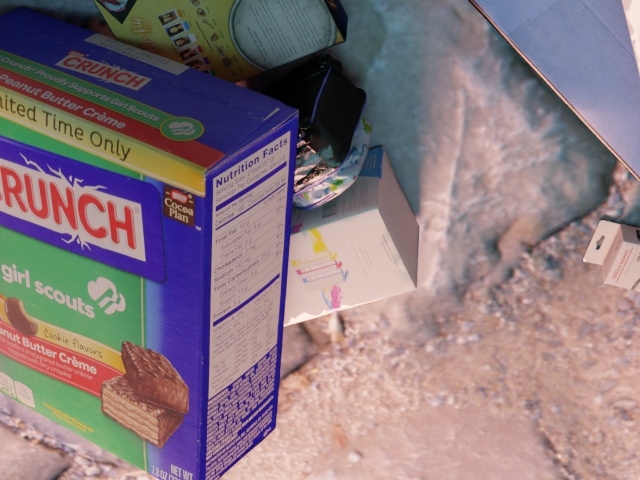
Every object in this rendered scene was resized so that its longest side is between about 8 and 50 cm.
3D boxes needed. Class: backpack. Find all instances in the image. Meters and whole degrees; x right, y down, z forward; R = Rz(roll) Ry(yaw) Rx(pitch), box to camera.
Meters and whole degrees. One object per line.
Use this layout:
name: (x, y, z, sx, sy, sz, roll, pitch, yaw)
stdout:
backpack: (-0.020, -0.074, 1.029, 0.114, 0.105, 0.084, -24, 124, 34)

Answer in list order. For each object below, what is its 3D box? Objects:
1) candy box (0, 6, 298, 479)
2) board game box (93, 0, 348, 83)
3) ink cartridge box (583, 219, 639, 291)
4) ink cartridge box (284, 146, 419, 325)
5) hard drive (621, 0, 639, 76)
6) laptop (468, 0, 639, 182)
candy box: (-0.165, 0.010, 1.032, 0.268, 0.122, 0.317, 23, 128, 24)
board game box: (-0.104, -0.228, 0.964, 0.165, 0.042, 0.243, -18, 122, 17)
ink cartridge box: (0.272, 0.017, 1.114, 0.083, 0.028, 0.048, 13, 125, -4)
ink cartridge box: (0.000, 0.000, 1.088, 0.143, 0.092, 0.090, -17, 123, 18)
hard drive: (0.372, -0.107, 0.860, 0.318, 0.040, 0.210, 7, 144, 31)
laptop: (0.371, -0.131, 0.883, 0.382, 0.408, 0.236, 41, 85, -23)
